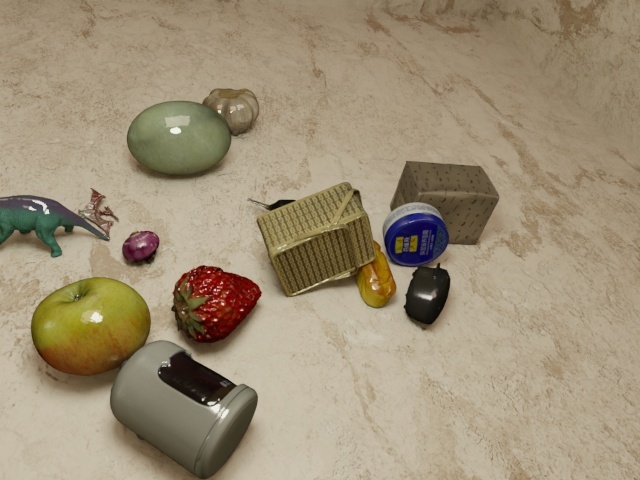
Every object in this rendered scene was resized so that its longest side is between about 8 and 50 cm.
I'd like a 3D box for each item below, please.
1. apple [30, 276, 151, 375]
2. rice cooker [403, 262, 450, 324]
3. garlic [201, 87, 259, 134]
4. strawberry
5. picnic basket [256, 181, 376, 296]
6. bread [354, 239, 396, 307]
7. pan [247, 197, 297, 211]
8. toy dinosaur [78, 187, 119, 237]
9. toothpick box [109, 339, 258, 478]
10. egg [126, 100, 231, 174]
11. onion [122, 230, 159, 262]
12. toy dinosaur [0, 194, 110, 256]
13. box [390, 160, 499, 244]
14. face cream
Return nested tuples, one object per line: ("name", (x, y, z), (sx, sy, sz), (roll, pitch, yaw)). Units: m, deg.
("apple", (-0.541, 0.201, 1.228), (0.260, 0.194, 0.261), (-7, 29, 4))
("rice cooker", (0.323, 0.157, 1.556), (0.118, 0.142, 0.203), (14, 39, 17))
("garlic", (-0.354, -0.514, 2.053), (0.227, 0.152, 0.228), (2, 47, -2))
("strawberry", (-0.265, 0.160, 1.375), (0.244, 0.205, 0.205), (-12, 47, -48))
("picnic basket", (0.000, 0.000, 1.509), (0.312, 0.228, 0.175), (-22, 50, -5))
("bread", (0.161, 0.092, 1.615), (0.101, 0.094, 0.246), (3, 44, -19))
("pan", (-0.138, -0.102, 1.763), (0.202, 0.048, 0.128), (33, 46, 17))
("toy dinosaur", (-0.700, -0.086, 1.620), (0.108, 0.032, 0.220), (-12, 59, -29))
("toothpick box", (-0.324, 0.364, 1.146), (0.316, 0.229, 0.229), (26, 45, 15))
("egg", (-0.483, -0.354, 1.784), (0.352, 0.259, 0.258), (-9, 48, -29))
("onion", (-0.524, 0.021, 1.517), (0.105, 0.115, 0.115), (59, 44, -18))
("toy dinosaur", (-0.796, -0.105, 1.397), (0.383, 0.331, 0.129), (-4, 49, -15))
("box", (0.423, -0.131, 1.810), (0.296, 0.225, 0.191), (1, 43, -14))
("face cream", (0.306, -0.022, 1.683), (0.205, 0.206, 0.111), (4, 39, -11))
